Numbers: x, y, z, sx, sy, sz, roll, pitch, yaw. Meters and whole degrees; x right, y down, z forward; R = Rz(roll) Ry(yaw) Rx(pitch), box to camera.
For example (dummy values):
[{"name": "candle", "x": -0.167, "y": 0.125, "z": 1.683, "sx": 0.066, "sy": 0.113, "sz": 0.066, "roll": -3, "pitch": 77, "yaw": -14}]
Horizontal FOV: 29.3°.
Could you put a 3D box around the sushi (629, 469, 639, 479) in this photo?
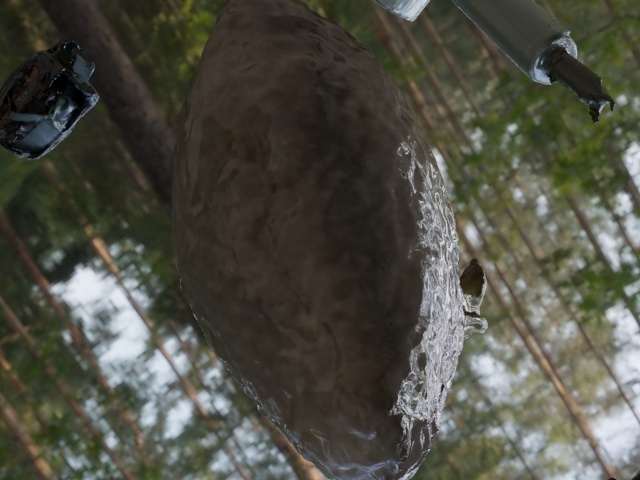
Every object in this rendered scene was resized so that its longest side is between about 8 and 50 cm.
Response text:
[{"name": "sushi", "x": 0.272, "y": 0.300, "z": 0.840, "sx": 0.281, "sy": 0.299, "sz": 0.294, "roll": -14, "pitch": 155, "yaw": -14}]

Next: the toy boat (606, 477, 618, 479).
[{"name": "toy boat", "x": 0.348, "y": 0.342, "z": 1.315, "sx": 0.219, "sy": 0.072, "sz": 0.318, "roll": -67, "pitch": -168, "yaw": -21}]

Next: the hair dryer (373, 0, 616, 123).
[{"name": "hair dryer", "x": 0.154, "y": -0.219, "z": 1.055, "sx": 0.173, "sy": 0.107, "sz": 0.357, "roll": -52, "pitch": -130, "yaw": 20}]

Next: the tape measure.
[{"name": "tape measure", "x": -0.224, "y": -0.113, "z": 0.984, "sx": 0.094, "sy": 0.054, "sz": 0.091, "roll": -41, "pitch": -145, "yaw": 16}]

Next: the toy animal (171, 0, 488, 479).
[{"name": "toy animal", "x": -0.001, "y": -0.007, "z": 0.843, "sx": 0.188, "sy": 0.358, "sz": 0.226, "roll": -15, "pitch": 168, "yaw": 15}]
